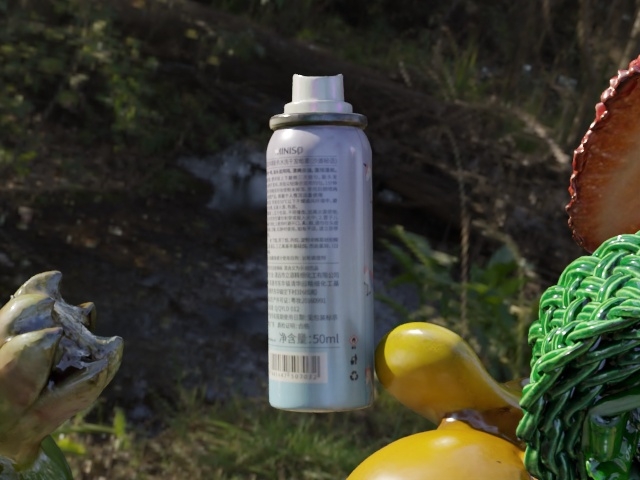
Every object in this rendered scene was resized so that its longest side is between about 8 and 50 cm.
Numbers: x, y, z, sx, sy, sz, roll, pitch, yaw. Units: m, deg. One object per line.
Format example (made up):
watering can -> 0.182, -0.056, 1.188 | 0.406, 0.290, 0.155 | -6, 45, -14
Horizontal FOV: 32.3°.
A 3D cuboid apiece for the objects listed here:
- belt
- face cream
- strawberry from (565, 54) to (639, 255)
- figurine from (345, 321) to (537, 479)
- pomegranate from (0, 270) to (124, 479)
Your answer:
belt -> 0.136, 0.072, 0.386 | 0.121, 0.151, 0.079 | -19, 28, 26
face cream -> 0.000, 0.000, 0.764 | 0.075, 0.229, 0.075 | 0, 0, 0
strawberry -> 0.276, -0.081, 0.922 | 0.167, 0.208, 0.087 | 31, 43, -21
figurine -> 0.096, 0.170, 0.700 | 0.215, 0.215, 0.228 | 20, 55, 12
pomegranate -> -0.116, 0.074, 0.343 | 0.114, 0.142, 0.114 | 43, 10, -10
